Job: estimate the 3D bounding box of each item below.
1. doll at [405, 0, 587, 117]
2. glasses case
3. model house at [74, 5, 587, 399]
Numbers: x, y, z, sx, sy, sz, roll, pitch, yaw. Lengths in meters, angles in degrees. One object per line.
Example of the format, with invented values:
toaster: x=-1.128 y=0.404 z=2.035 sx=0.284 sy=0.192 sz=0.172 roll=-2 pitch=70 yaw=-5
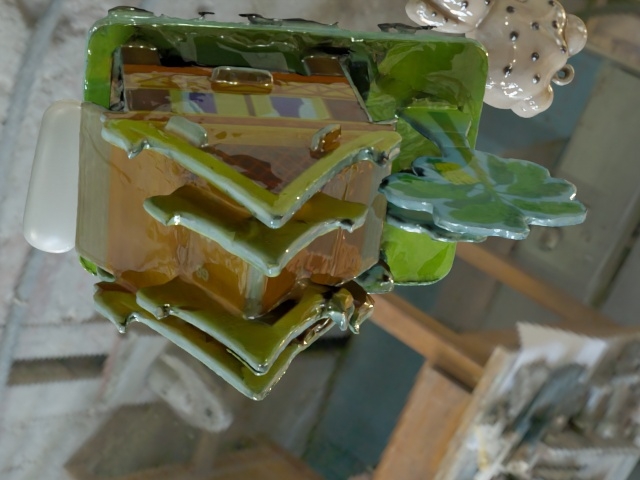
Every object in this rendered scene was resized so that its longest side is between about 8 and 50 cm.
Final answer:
doll: x=0.187 y=-0.273 z=1.500 sx=0.154 sy=0.278 sz=0.119 roll=-45 pitch=-174 yaw=-15
glasses case: x=-0.334 y=-0.082 z=1.664 sx=0.051 sy=0.081 sz=0.204 roll=-82 pitch=-172 yaw=-73
model house: x=0.000 y=0.000 z=0.946 sx=0.357 sy=0.313 sz=0.243 roll=3 pitch=120 yaw=-13
